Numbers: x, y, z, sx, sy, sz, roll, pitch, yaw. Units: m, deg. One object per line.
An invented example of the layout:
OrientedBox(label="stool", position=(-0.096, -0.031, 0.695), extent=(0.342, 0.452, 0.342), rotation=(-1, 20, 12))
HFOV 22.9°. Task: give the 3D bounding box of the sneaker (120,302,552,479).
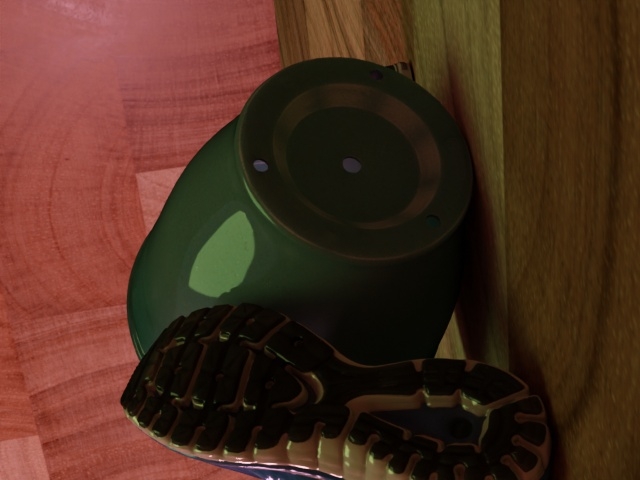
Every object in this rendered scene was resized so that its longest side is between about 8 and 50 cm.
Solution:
OrientedBox(label="sneaker", position=(0.006, 0.147, 1.123), extent=(0.130, 0.330, 0.147), rotation=(-60, -30, -31))

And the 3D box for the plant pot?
OrientedBox(label="plant pot", position=(0.000, 0.000, 1.254), extent=(0.255, 0.271, 0.272), rotation=(116, 148, -56))

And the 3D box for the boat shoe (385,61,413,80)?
OrientedBox(label="boat shoe", position=(0.069, -0.092, 1.441), extent=(0.049, 0.040, 0.142), rotation=(-113, 15, -73))
